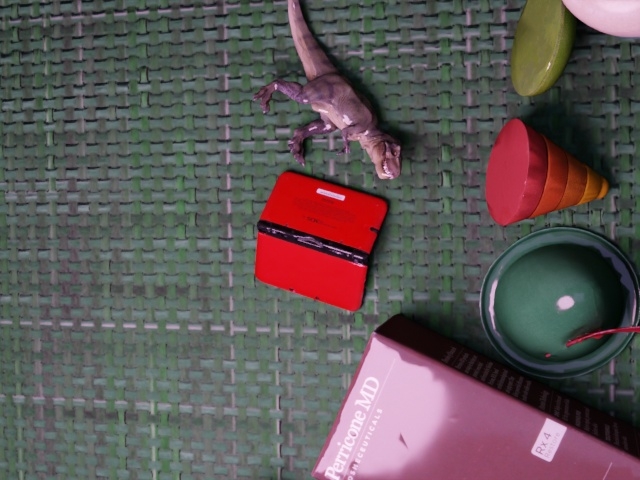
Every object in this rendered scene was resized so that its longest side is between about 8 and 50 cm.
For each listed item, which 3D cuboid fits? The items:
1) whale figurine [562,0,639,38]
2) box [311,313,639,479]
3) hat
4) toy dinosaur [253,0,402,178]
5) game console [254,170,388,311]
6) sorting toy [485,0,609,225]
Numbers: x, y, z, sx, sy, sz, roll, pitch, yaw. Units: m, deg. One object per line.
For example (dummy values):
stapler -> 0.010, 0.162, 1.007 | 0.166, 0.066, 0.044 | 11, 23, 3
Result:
whale figurine -> 0.295, -0.321, 0.908 | 0.216, 0.141, 0.272 | -41, 65, 31
box -> 0.205, 0.252, 1.052 | 0.381, 0.143, 0.191 | 24, 100, 15
hat -> 0.262, 0.072, 0.998 | 0.208, 0.183, 0.173 | -31, 85, 16
toy dinosaur -> -0.005, -0.166, 1.125 | 0.118, 0.064, 0.268 | -34, 82, 9
game console -> 0.000, 0.000, 1.156 | 0.144, 0.085, 0.124 | 17, 67, 13
sorting toy -> 0.284, -0.188, 1.031 | 0.126, 0.127, 0.365 | 9, 98, -10
